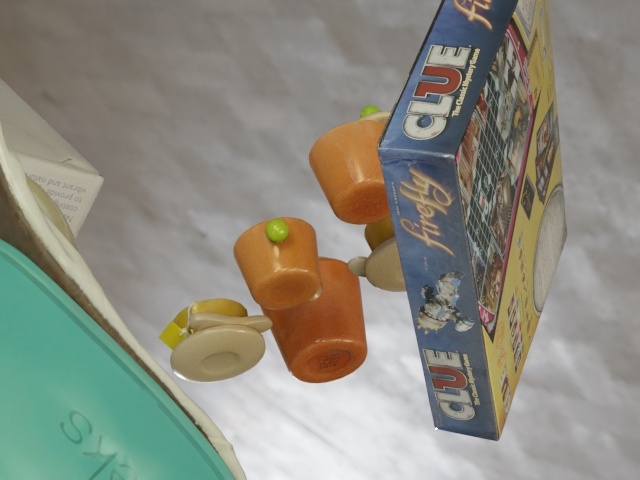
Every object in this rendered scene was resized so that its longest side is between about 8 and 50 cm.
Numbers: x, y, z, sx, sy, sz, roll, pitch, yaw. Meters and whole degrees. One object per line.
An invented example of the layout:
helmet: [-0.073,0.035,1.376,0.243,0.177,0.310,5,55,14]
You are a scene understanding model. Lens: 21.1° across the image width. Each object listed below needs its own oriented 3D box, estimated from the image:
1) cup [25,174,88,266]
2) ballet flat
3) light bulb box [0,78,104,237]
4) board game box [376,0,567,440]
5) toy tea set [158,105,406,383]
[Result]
cup: [-0.232,0.082,0.884,0.331,0.331,0.237,28,122,16]
ballet flat: [-0.173,-0.007,0.655,0.400,0.139,0.139,57,151,-14]
light bulb box: [-0.417,0.002,1.441,0.225,0.361,0.358,16,-162,-44]
board game box: [0.092,-0.025,0.959,0.042,0.165,0.243,9,142,20]
toy tea set: [0.000,0.000,1.500,0.200,0.124,0.336,11,138,-34]
